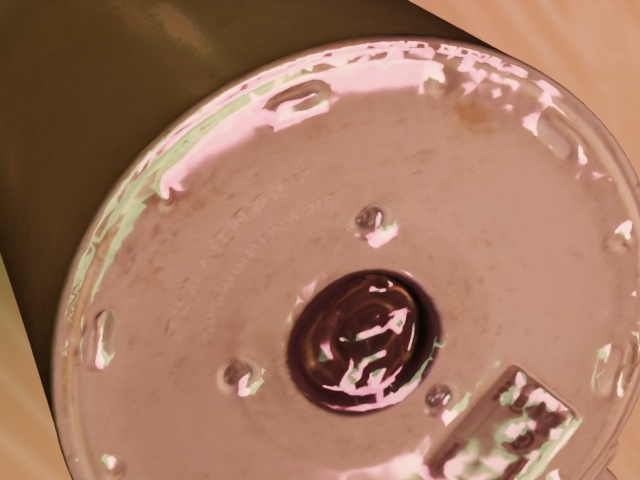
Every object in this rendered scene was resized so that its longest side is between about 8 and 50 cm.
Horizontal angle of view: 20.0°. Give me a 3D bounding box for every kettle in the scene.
[{"bbox_3d":[0.000,0.000,0.890,0.361,0.376,0.250,33,98,-29],"label":"kettle"}]
